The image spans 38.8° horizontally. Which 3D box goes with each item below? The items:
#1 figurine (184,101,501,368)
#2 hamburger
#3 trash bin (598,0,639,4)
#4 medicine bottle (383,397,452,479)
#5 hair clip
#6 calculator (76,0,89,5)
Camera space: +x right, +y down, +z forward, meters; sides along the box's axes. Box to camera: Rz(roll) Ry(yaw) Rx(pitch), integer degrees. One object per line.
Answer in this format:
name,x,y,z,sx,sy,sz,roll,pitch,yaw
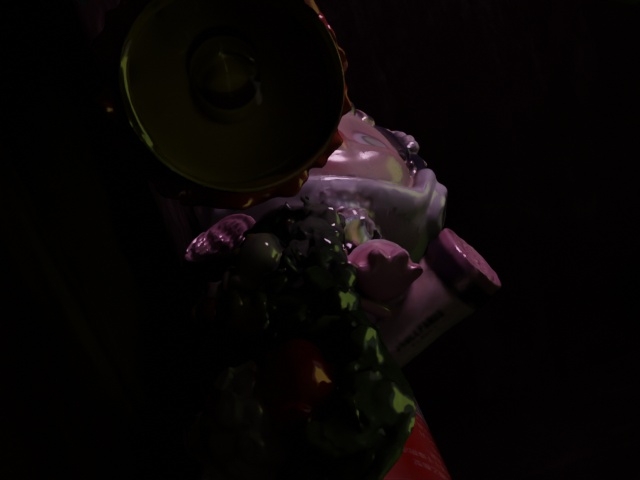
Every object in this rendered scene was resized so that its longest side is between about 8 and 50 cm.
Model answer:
figurine,-0.009,-0.003,0.858,0.361,0.253,0.211,-101,-148,-58
hamburger,-0.070,-0.103,0.625,0.175,0.175,0.137,69,-13,-11
trash bin,-0.005,-0.281,0.469,0.432,0.280,0.280,26,-31,39
medicine bottle,0.026,0.182,0.577,0.250,0.131,0.131,-110,180,-63
hair clip,-0.035,0.054,0.520,0.091,0.138,0.321,29,13,-17
calculator,-0.198,-0.247,0.623,0.057,0.018,0.172,-143,-150,-86
